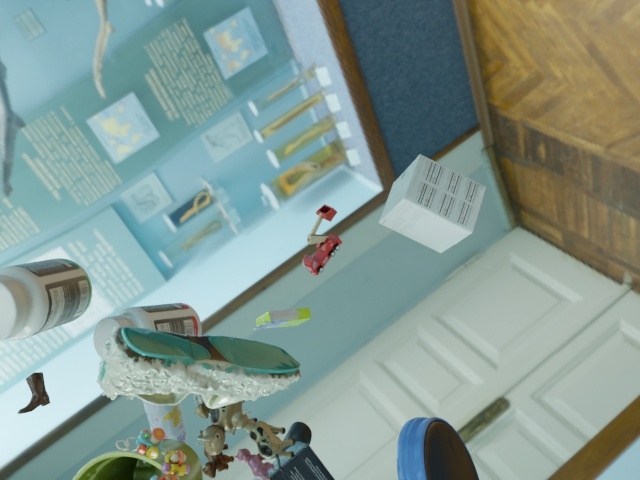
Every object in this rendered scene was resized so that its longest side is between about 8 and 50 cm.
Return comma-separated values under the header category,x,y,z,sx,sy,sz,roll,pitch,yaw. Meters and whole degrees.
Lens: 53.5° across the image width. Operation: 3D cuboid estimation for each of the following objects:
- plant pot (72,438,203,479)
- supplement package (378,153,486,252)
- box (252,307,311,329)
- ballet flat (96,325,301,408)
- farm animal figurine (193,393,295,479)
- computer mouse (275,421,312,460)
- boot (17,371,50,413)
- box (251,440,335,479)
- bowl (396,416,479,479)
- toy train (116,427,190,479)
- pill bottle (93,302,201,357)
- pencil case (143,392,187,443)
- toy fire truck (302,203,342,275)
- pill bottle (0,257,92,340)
category,x,y,z,sx,sy,sz,roll,pitch,yaw
plant pot,-0.386,0.573,1.436,0.276,0.276,0.254,53,-174,4
supplement package,0.301,-0.095,1.724,0.203,0.149,0.194,25,158,-7
box,-0.135,0.269,2.169,0.109,0.178,0.042,-36,61,53
ballet flat,-0.224,0.244,1.174,0.409,0.147,0.147,18,-165,-41
farm animal figurine,-0.249,0.515,1.783,0.172,0.330,0.327,21,-130,-46
computer mouse,-0.085,0.799,2.280,0.184,0.262,0.060,31,-172,18
boot,-0.923,0.482,2.019,0.037,0.106,0.114,-7,99,44
box,-0.075,0.882,2.034,0.343,0.312,0.179,53,160,3
bowl,0.338,0.670,1.718,0.391,0.077,0.391,42,-145,-38
toy train,-0.320,0.432,1.257,0.166,0.046,0.125,40,-164,22
pill bottle,-0.537,0.290,1.980,0.176,0.176,0.318,49,-158,22
pencil case,-0.509,0.546,2.042,0.124,0.113,0.273,11,120,35
toy fire truck,0.000,0.000,1.961,0.047,0.192,0.135,27,166,46
pill bottle,-0.817,0.164,1.777,0.204,0.204,0.361,53,-171,3
